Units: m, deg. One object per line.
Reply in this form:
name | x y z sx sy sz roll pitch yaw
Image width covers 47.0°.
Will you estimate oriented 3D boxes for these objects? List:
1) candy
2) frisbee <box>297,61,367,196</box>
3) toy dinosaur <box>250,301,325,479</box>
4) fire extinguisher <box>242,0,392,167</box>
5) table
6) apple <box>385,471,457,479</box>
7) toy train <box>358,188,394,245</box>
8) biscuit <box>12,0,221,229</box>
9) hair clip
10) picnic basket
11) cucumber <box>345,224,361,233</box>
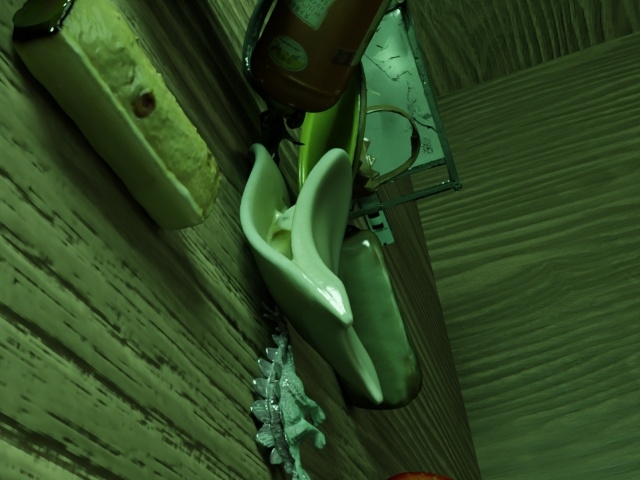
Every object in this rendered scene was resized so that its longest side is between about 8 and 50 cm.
candy | 0.058 0.103 0.945 0.102 0.104 0.234 -45 118 -76
frisbee | 0.011 -0.130 0.932 0.236 0.017 0.236 -174 -90 -72
toy dinosaur | -0.032 0.134 0.654 0.082 0.039 0.209 48 22 -47
fire extinguisher | 0.008 -0.270 0.822 0.113 0.376 0.200 19 29 -20
table | 0.100 -0.242 1.332 0.272 0.222 0.335 -67 138 -71
apple | 0.113 0.332 0.743 0.181 0.181 0.169 -64 159 -73
toy train | 0.107 -0.077 1.571 0.047 0.043 0.207 -91 160 -54
biscuit | -0.125 -0.078 0.482 0.188 0.052 0.056 59 31 -48
hair clip | -0.017 0.009 0.732 0.172 0.113 0.282 68 14 -53
picnic basket | 0.060 -0.130 1.089 0.138 0.178 0.128 -93 162 -48
cucumber | 0.052 -0.011 1.256 0.036 0.033 0.184 50 8 10
